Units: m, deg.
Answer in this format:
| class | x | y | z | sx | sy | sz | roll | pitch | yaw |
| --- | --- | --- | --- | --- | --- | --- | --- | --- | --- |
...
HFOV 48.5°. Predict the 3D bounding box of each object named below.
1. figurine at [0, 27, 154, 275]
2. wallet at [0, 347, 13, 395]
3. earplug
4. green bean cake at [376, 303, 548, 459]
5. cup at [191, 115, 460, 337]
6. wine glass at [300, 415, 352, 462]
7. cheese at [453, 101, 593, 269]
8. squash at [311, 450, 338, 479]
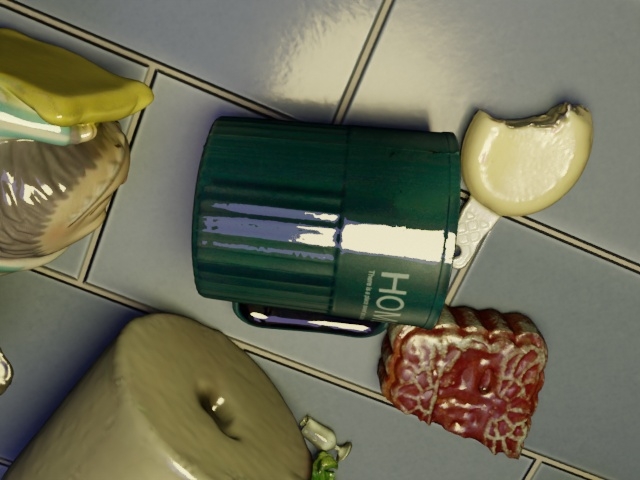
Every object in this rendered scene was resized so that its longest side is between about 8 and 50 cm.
| class | x | y | z | sx | sy | sz | roll | pitch | yaw |
| --- | --- | --- | --- | --- | --- | --- | --- | --- | --- |
| figurine | -0.405 | -0.035 | 0.810 | 0.266 | 0.361 | 0.378 | 31 | 115 | 30 |
| wallet | -0.511 | 0.107 | 0.870 | 0.228 | 0.062 | 0.406 | 51 | 145 | -16 |
| earplug | -0.249 | 0.340 | 0.953 | 0.312 | 0.313 | 0.394 | 39 | 106 | -11 |
| green bean cake | 0.198 | 0.194 | 1.013 | 0.232 | 0.097 | 0.199 | 11 | 108 | -4 |
| cup | 0.002 | -0.019 | 0.900 | 0.292 | 0.308 | 0.242 | 6 | 75 | -1 |
| wine glass | 0.006 | 0.300 | 1.078 | 0.083 | 0.042 | 0.039 | 39 | 75 | -9 |
| cheese | 0.257 | -0.069 | 0.943 | 0.163 | 0.071 | 0.249 | 11 | 107 | -2 |
| squash | -0.039 | 0.489 | 1.108 | 0.101 | 0.101 | 0.379 | 15 | 108 | -5 |
